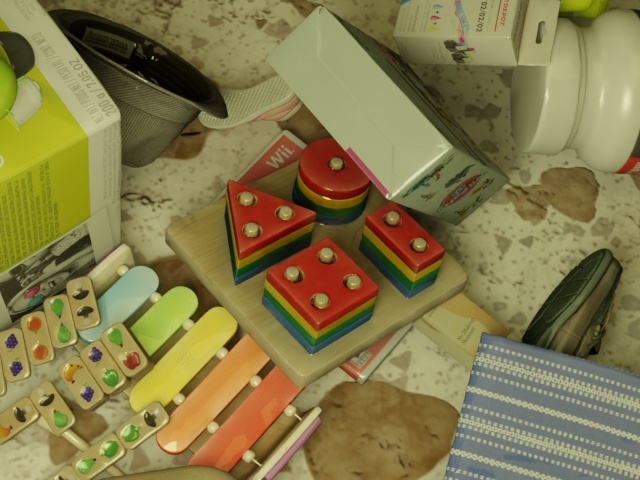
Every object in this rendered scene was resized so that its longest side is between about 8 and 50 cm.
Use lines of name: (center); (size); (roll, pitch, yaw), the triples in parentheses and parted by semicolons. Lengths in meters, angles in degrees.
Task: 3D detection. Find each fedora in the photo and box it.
fedora: (-0.238, -0.168, 1.628); (0.244, 0.275, 0.124); (26, 104, -16)

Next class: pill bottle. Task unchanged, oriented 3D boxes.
pill bottle: (0.437, -0.184, 1.747); (0.363, 0.210, 0.210); (3, 63, -7)

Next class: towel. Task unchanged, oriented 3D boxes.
towel: (0.253, 0.293, 1.530); (0.243, 0.040, 0.336); (16, 77, 1)

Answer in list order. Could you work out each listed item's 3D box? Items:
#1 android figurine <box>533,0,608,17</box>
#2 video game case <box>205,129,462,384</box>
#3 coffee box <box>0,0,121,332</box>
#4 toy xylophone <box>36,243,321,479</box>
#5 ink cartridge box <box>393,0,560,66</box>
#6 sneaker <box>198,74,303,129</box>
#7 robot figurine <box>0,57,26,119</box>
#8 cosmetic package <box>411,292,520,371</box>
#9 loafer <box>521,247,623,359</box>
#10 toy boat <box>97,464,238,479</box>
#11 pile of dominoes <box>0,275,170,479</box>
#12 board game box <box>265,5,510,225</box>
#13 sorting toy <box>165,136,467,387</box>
android figurine: (0.268, -0.339, 1.817); (0.273, 0.056, 0.248); (-2, 22, -20)
video game case: (0.002, 0.015, 1.678); (0.285, 0.025, 0.204); (38, 64, 11)
coffee box: (-0.442, -0.093, 1.482); (0.334, 0.338, 0.337); (-31, 72, -22)
toy xylophone: (-0.166, 0.168, 1.540); (0.323, 0.081, 0.236); (32, 63, 8)
ink cartridge box: (0.189, -0.268, 1.657); (0.181, 0.061, 0.104); (4, 62, 19)
sneaker: (-0.083, -0.167, 1.749); (0.134, 0.070, 0.051); (-17, 74, 15)
robot figurine: (-0.339, -0.148, 1.298); (0.115, 0.067, 0.101); (14, 64, -4)
cosmetic package: (0.173, 0.109, 1.635); (0.115, 0.041, 0.060); (38, 65, -4)
loafer: (0.287, 0.131, 1.641); (0.084, 0.096, 0.267); (42, 70, -9)
toy boat: (-0.160, 0.332, 1.430); (0.231, 0.151, 0.151); (-11, 33, 24)
pile of dominoes: (-0.303, 0.177, 1.483); (0.251, 0.040, 0.196); (-36, 77, -2)
board game box: (0.088, -0.138, 1.616); (0.097, 0.303, 0.224); (-43, 73, 13)
sorting toy: (0.000, 0.000, 1.579); (0.257, 0.089, 0.255); (-29, 60, -29)
